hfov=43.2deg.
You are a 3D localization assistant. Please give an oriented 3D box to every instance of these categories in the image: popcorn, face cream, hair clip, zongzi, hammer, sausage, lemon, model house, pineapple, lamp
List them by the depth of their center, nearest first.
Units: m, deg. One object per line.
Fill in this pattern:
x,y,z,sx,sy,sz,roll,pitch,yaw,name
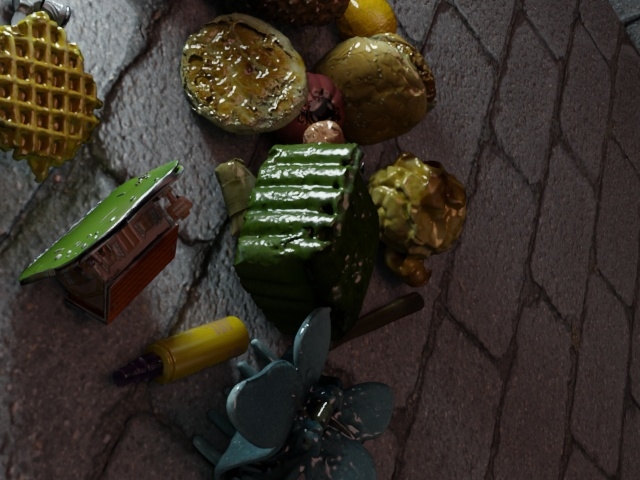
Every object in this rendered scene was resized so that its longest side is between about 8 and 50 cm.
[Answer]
-0.515,-0.244,1.331,0.152,0.044,0.427,21,63,-40,hammer
-0.318,0.018,1.333,0.154,0.207,0.294,58,44,-20,model house
-0.247,0.204,1.436,0.273,0.078,0.078,-15,88,-48,face cream
-0.059,0.324,1.478,0.392,0.238,0.318,50,46,-23,hair clip
-0.132,-0.096,1.663,0.176,0.078,0.160,-21,99,-55,zongzi
0.020,-0.171,1.740,0.289,0.086,0.086,67,23,-68,sausage
-0.116,-0.563,1.762,0.357,0.223,0.223,-13,87,-29,pineapple
-0.034,-0.282,1.786,0.182,0.140,0.182,-6,103,-29,lamp
0.102,0.194,1.840,0.440,0.044,0.168,-16,90,-49,hammer
0.227,-0.055,1.941,0.265,0.225,0.332,-16,111,-37,popcorn
0.110,-0.552,2.027,0.187,0.142,0.142,44,48,-14,lemon

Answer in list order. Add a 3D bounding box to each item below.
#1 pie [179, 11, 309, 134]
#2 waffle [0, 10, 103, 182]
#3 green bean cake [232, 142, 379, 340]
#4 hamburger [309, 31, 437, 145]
-0.153,-0.343,1.661,0.274,0.055,0.274,3,76,-14,pie
-0.461,-0.239,1.325,0.245,0.052,0.254,64,36,-34,waffle
0.000,0.000,1.600,0.319,0.218,0.335,58,44,-52,green bean cake
0.119,-0.347,1.859,0.259,0.283,0.144,52,37,-16,hamburger
